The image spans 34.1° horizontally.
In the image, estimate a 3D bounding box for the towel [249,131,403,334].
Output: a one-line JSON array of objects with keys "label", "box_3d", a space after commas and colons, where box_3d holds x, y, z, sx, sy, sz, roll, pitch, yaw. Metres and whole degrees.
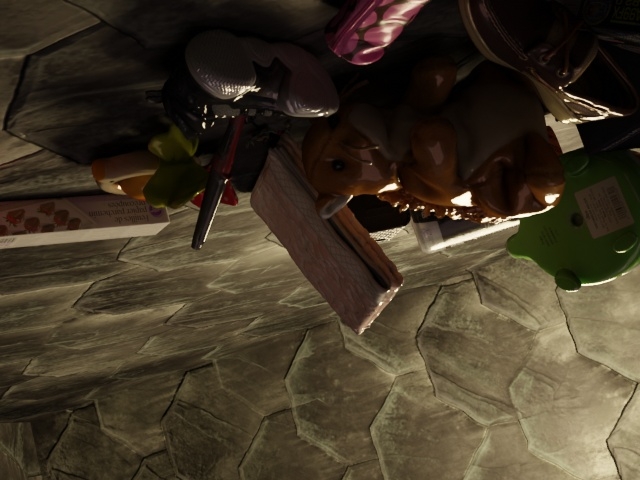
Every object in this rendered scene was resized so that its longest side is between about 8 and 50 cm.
[{"label": "towel", "box_3d": [0.000, 0.000, 1.843, 0.053, 0.332, 0.317, -35, 171, -18]}]

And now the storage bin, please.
[{"label": "storage bin", "box_3d": [0.073, -0.088, 1.871, 0.122, 0.180, 0.084, -11, 166, -21]}]

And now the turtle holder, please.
[{"label": "turtle holder", "box_3d": [0.487, -0.028, 1.874, 0.227, 0.243, 0.320, -17, 143, -43]}]

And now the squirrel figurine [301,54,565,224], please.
[{"label": "squirrel figurine", "box_3d": [0.164, -0.126, 1.656, 0.370, 0.281, 0.397, -10, 162, 5]}]

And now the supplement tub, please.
[{"label": "supplement tub", "box_3d": [0.323, -0.107, 2.061, 0.316, 0.194, 0.193, -17, 166, 6]}]

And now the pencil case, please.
[{"label": "pencil case", "box_3d": [0.076, -0.290, 1.267, 0.098, 0.095, 0.209, -49, -178, -30]}]

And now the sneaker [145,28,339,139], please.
[{"label": "sneaker", "box_3d": [-0.107, -0.199, 1.408, 0.153, 0.101, 0.268, -27, 157, 39]}]

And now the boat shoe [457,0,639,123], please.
[{"label": "boat shoe", "box_3d": [0.312, -0.258, 1.372, 0.123, 0.123, 0.342, 15, 163, 48]}]

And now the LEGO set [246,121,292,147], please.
[{"label": "LEGO set", "box_3d": [-0.086, -0.176, 1.690, 0.083, 0.023, 0.054, -24, 174, -30]}]

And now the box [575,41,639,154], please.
[{"label": "box", "box_3d": [0.623, -0.296, 1.692, 0.312, 0.179, 0.343, -9, 164, -32]}]

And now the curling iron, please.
[{"label": "curling iron", "box_3d": [-0.133, -0.106, 1.519, 0.068, 0.035, 0.274, 3, 114, -51]}]

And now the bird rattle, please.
[{"label": "bird rattle", "box_3d": [-0.245, -0.114, 1.629, 0.206, 0.143, 0.253, -5, 180, 3]}]

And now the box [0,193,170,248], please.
[{"label": "box", "box_3d": [-0.415, -0.035, 1.763, 0.324, 0.063, 0.067, -6, 165, -35]}]

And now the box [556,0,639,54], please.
[{"label": "box", "box_3d": [0.477, -0.289, 1.424, 0.216, 0.060, 0.270, 8, -170, -37]}]

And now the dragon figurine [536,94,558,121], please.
[{"label": "dragon figurine", "box_3d": [0.373, -0.276, 1.663, 0.085, 0.144, 0.289, -17, -165, 3]}]
